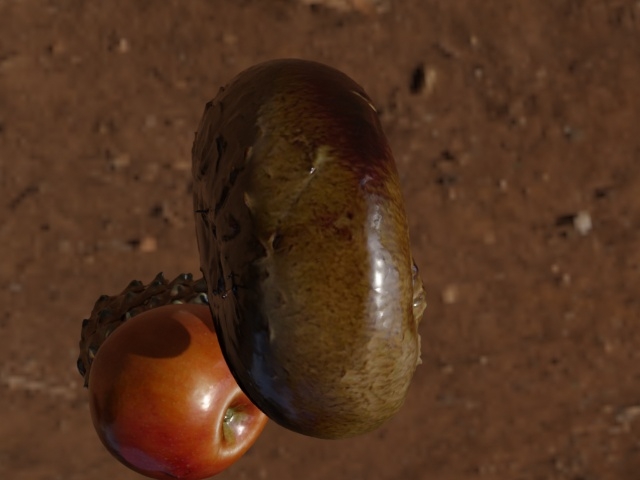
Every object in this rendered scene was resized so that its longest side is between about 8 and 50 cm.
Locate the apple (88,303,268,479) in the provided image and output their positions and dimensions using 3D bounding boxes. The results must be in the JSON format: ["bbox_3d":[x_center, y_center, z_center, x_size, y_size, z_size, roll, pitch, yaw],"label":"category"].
[{"bbox_3d":[-0.116,0.131,1.492,0.139,0.163,0.163,14,165,34],"label":"apple"}]

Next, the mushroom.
[{"bbox_3d":[-0.012,0.008,1.285,0.163,0.297,0.278,-18,134,-1],"label":"mushroom"}]

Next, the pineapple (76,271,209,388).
[{"bbox_3d":[-0.082,0.109,1.763,0.361,0.175,0.175,-5,158,39],"label":"pineapple"}]
